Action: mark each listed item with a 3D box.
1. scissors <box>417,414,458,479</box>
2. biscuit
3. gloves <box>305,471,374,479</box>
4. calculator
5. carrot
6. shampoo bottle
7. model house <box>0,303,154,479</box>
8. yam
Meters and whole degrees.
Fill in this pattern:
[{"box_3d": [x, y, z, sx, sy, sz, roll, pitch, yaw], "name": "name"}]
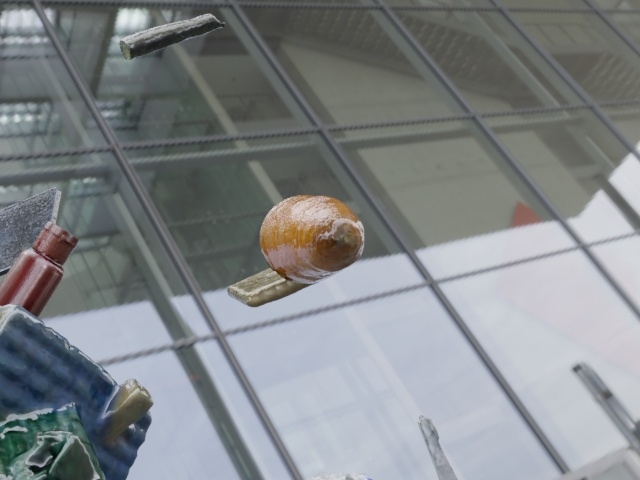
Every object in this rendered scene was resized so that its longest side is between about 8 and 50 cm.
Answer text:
[{"box_3d": [0.192, 0.369, 1.054, 0.191, 0.360, 0.029, -12, -22, -28], "name": "scissors"}, {"box_3d": [-0.069, 0.075, 1.789, 0.217, 0.044, 0.325, -26, 5, -12], "name": "biscuit"}, {"box_3d": [0.015, 0.267, 0.829, 0.119, 0.097, 0.229, -63, -23, -2], "name": "gloves"}, {"box_3d": [-0.597, 0.000, 1.716, 0.261, 0.161, 0.021, -18, -38, 25], "name": "calculator"}, {"box_3d": [0.000, 0.000, 1.493, 0.159, 0.159, 0.225, -26, 8, -14], "name": "carrot"}, {"box_3d": [-0.480, 0.094, 1.448, 0.064, 0.102, 0.260, 41, -104, -46], "name": "shampoo bottle"}, {"box_3d": [-0.434, 0.309, 1.213, 0.400, 0.445, 0.395, -34, -50, -2], "name": "model house"}, {"box_3d": [-0.177, -0.248, 1.084, 0.129, 0.033, 0.027, -26, -64, -26], "name": "yam"}]
